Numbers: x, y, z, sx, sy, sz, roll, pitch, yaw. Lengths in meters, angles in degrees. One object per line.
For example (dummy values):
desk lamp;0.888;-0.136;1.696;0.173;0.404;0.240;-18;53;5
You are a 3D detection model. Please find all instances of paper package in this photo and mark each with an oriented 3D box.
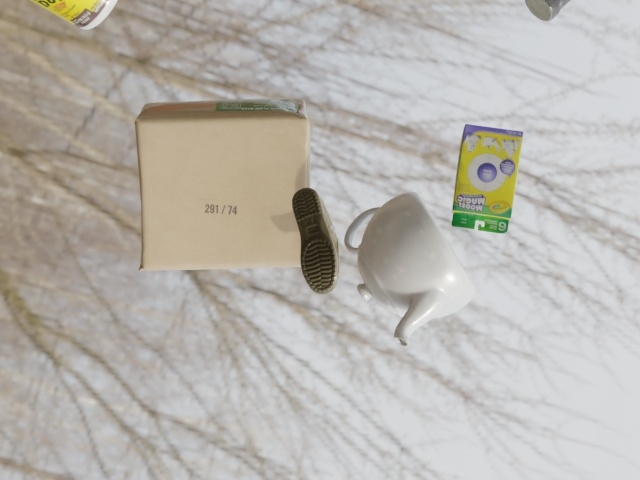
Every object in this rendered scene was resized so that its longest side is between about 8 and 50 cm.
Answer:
paper package;-0.182;-0.108;2.519;0.168;0.325;0.309;-97;-173;-69

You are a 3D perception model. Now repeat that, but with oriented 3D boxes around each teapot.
teapot;0.149;0.045;2.420;0.187;0.252;0.256;-31;177;6

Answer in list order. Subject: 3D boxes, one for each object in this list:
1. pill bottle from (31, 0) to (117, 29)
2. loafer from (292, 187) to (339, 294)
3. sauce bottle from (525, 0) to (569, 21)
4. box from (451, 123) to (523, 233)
pill bottle;-0.389;-0.393;1.870;0.117;0.215;0.117;-32;-136;37
loafer;0.000;0.000;1.829;0.056;0.050;0.148;-9;-92;21
sauce bottle;0.522;-0.542;2.510;0.344;0.111;0.111;-42;-163;-13
box;0.286;-0.105;2.306;0.043;0.105;0.179;37;61;-84
